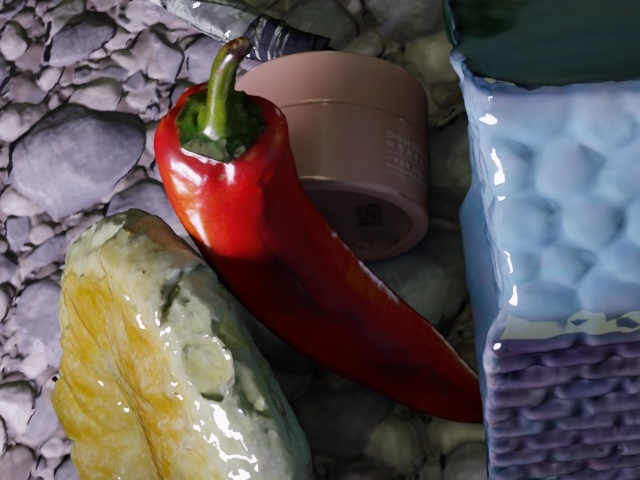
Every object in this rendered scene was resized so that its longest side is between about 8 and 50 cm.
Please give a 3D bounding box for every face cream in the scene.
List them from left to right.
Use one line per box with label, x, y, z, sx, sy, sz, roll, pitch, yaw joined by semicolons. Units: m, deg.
face cream;0.005;-0.056;0.910;0.149;0.149;0.104;-6;65;17

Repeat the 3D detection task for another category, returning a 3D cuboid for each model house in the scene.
model house;0.264;0.005;0.763;0.360;0.339;0.297;-5;22;3

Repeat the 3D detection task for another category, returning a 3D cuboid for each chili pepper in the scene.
chili pepper;-0.003;0.004;0.801;0.137;0.368;0.092;-9;50;31

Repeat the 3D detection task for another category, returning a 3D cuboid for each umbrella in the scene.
umbrella;-0.067;-0.178;1.048;0.188;0.050;0.046;28;100;26

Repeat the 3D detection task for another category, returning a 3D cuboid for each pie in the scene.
pie;-0.095;0.132;0.832;0.071;0.306;0.306;-18;56;-33
